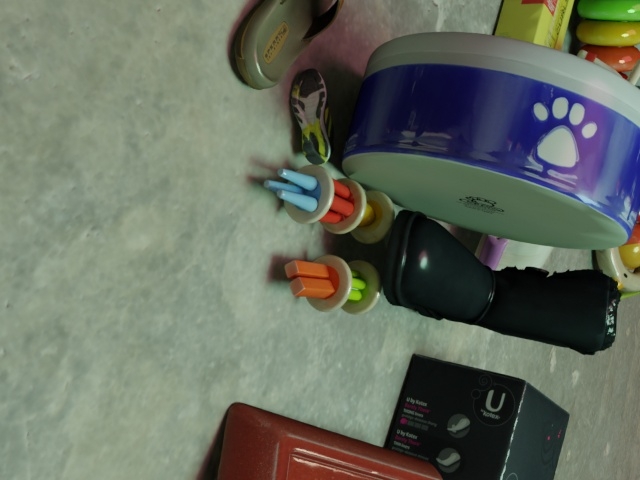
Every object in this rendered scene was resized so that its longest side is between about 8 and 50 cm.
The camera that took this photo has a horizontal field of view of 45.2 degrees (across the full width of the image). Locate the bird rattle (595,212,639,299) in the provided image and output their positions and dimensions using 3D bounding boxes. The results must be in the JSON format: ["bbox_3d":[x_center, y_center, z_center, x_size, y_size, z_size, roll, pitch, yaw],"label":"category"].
[{"bbox_3d":[0.563,-0.002,1.345,0.207,0.143,0.253,-6,99,-35],"label":"bird rattle"}]

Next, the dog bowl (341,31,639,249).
[{"bbox_3d":[0.156,-0.079,0.690,0.265,0.265,0.104,25,80,-51],"label":"dog bowl"}]

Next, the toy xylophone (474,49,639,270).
[{"bbox_3d":[0.297,-0.104,0.946,0.323,0.081,0.236,-56,165,-30],"label":"toy xylophone"}]

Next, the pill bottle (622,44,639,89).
[{"bbox_3d":[0.564,-0.257,1.260,0.161,0.161,0.283,-56,135,-29],"label":"pill bottle"}]

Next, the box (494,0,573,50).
[{"bbox_3d":[0.269,-0.281,0.963,0.087,0.058,0.232,33,72,-51],"label":"box"}]

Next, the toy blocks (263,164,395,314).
[{"bbox_3d":[0.000,0.000,0.678,0.148,0.054,0.123,16,84,-52],"label":"toy blocks"}]

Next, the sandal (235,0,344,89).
[{"bbox_3d":[-0.010,-0.200,0.630,0.072,0.049,0.180,46,61,-45],"label":"sandal"}]

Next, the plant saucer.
[{"bbox_3d":[0.021,0.290,0.649,0.259,0.047,0.258,27,56,-34],"label":"plant saucer"}]

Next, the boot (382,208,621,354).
[{"bbox_3d":[0.186,0.044,0.757,0.246,0.207,0.094,40,61,-64],"label":"boot"}]

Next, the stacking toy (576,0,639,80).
[{"bbox_3d":[0.420,-0.328,1.108,0.141,0.141,0.330,-22,121,-48],"label":"stacking toy"}]

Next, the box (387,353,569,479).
[{"bbox_3d":[0.161,0.289,0.866,0.165,0.143,0.270,35,69,-49],"label":"box"}]

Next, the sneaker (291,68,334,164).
[{"bbox_3d":[-0.005,-0.108,0.676,0.035,0.031,0.083,-32,119,-74],"label":"sneaker"}]
